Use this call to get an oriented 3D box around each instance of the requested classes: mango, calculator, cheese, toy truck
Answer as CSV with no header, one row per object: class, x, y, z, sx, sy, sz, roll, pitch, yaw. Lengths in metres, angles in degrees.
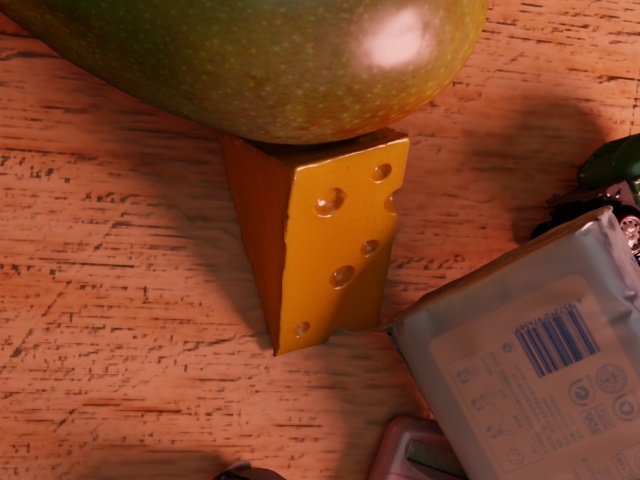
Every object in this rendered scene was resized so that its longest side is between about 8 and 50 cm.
mango,-0.072,-0.180,0.729,0.382,0.201,0.225,12,61,-19
calculator,0.074,0.214,0.889,0.100,0.032,0.175,22,84,-19
cheese,0.000,0.000,0.836,0.093,0.126,0.171,-16,116,-24
toy truck,0.263,0.040,0.916,0.125,0.101,0.242,-27,98,-28

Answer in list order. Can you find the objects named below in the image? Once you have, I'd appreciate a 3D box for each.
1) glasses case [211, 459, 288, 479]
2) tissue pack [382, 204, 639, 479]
glasses case,-0.006,0.311,0.816,0.083,0.128,0.308,-7,95,-43
tissue pack,0.187,0.129,0.836,0.177,0.089,0.263,-28,94,24
